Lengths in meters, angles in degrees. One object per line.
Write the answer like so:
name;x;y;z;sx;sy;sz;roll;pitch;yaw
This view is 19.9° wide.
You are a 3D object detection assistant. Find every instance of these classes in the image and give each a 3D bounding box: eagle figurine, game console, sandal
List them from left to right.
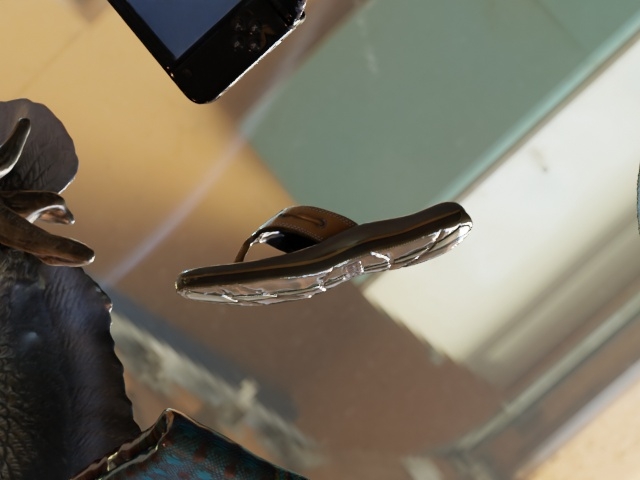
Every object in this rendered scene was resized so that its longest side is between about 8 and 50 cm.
eagle figurine;-0.243;0.074;1.179;0.226;0.225;0.298;-124;26;-44
game console;-0.079;-0.162;1.010;0.144;0.124;0.085;51;-162;5
sandal;0.000;0.000;1.322;0.090;0.219;0.060;80;173;-76

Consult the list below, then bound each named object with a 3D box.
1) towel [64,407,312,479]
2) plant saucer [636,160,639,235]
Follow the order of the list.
towel;0.035;0.203;0.933;0.370;0.271;0.040;30;-120;-15
plant saucer;0.239;-0.040;0.967;0.195;0.195;0.037;39;175;-29
